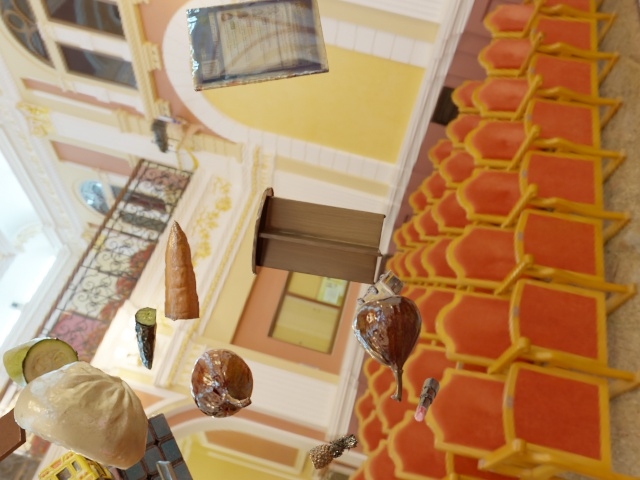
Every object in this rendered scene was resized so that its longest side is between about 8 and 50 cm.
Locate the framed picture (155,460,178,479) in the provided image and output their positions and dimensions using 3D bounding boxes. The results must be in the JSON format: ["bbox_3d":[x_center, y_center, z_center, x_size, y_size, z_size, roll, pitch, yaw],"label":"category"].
[{"bbox_3d":[-0.402,0.703,1.518,0.192,0.018,0.265,63,152,8],"label":"framed picture"}]

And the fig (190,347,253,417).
[{"bbox_3d":[-0.233,0.354,1.293,0.202,0.148,0.149,-101,11,-56],"label":"fig"}]

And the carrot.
[{"bbox_3d":[-0.287,0.060,1.115,0.072,0.072,0.205,45,-140,-86],"label":"carrot"}]

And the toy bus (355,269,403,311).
[{"bbox_3d":[0.226,0.218,2.135,0.092,0.106,0.268,-42,-8,-35],"label":"toy bus"}]

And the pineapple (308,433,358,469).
[{"bbox_3d":[0.044,0.671,1.755,0.074,0.159,0.074,155,90,-84],"label":"pineapple"}]

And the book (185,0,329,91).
[{"bbox_3d":[-0.153,-0.477,1.312,0.018,0.323,0.228,89,174,-75],"label":"book"}]

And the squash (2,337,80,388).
[{"bbox_3d":[-0.901,0.409,1.742,0.261,0.189,0.189,-21,39,39],"label":"squash"}]

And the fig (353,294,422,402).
[{"bbox_3d":[0.224,0.336,1.696,0.217,0.217,0.320,98,163,-63],"label":"fig"}]

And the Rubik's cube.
[{"bbox_3d":[-0.702,0.849,1.980,0.304,0.305,0.301,-33,-13,20],"label":"Rubik's cube"}]

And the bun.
[{"bbox_3d":[-0.391,0.285,0.928,0.231,0.231,0.133,97,-164,-67],"label":"bun"}]

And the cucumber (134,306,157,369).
[{"bbox_3d":[-0.508,0.287,1.583,0.078,0.062,0.211,-98,20,-48],"label":"cucumber"}]

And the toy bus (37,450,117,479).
[{"bbox_3d":[-0.717,0.714,1.626,0.144,0.152,0.330,-36,-13,-24],"label":"toy bus"}]

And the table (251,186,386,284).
[{"bbox_3d":[0.000,0.000,1.016,0.167,0.227,0.167,9,-90,-88],"label":"table"}]

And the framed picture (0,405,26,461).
[{"bbox_3d":[-0.945,0.587,1.625,0.023,0.168,0.128,45,-170,-50],"label":"framed picture"}]

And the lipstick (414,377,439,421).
[{"bbox_3d":[0.335,0.512,1.744,0.234,0.053,0.053,-30,-44,-66],"label":"lipstick"}]
